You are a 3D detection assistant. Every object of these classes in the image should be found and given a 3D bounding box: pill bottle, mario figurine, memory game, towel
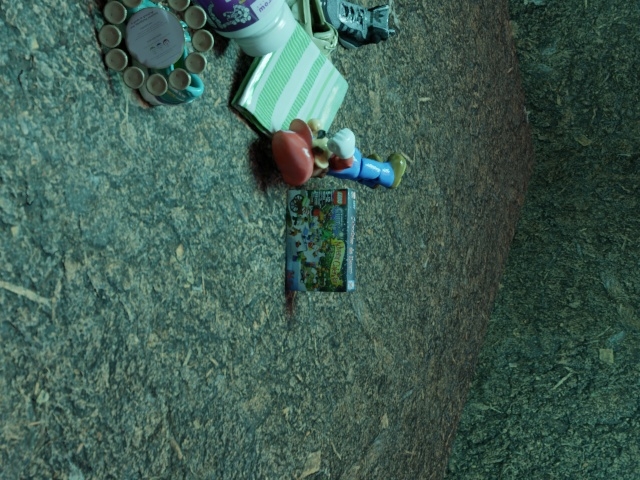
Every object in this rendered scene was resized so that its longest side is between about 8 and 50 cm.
[{"bbox_3d":[-0.167,-0.487,1.458,0.301,0.169,0.169,48,49,-51],"label":"pill bottle"},{"bbox_3d":[0.037,-0.206,1.733,0.320,0.198,0.170,9,53,-37],"label":"mario figurine"},{"bbox_3d":[-0.268,-0.328,1.274,0.012,0.186,0.186,-91,170,-69],"label":"memory game"},{"bbox_3d":[-0.054,-0.324,1.738,0.325,0.038,0.248,37,75,-57],"label":"towel"}]

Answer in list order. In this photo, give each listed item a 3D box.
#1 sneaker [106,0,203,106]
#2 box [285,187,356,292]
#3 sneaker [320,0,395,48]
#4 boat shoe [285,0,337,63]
[{"bbox_3d":[-0.272,-0.361,1.323,0.107,0.110,0.275,-55,136,-47],"label":"sneaker"},{"bbox_3d":[0.000,0.000,1.782,0.044,0.159,0.233,5,85,-62],"label":"box"},{"bbox_3d":[0.089,-0.562,1.957,0.268,0.153,0.101,16,75,-61],"label":"sneaker"},{"bbox_3d":[-0.014,-0.464,1.821,0.109,0.098,0.302,-61,141,-42],"label":"boat shoe"}]
